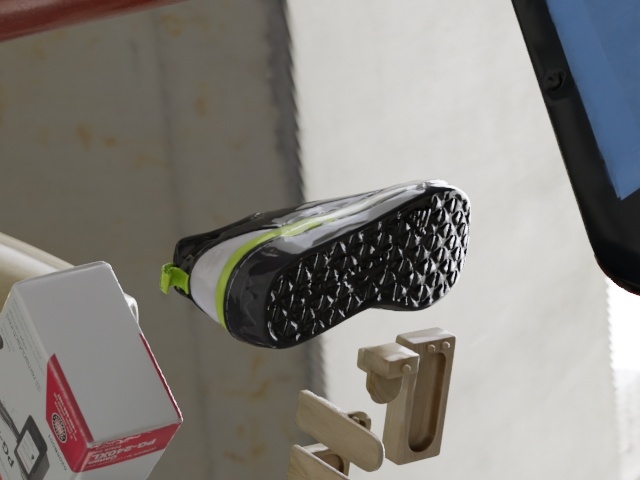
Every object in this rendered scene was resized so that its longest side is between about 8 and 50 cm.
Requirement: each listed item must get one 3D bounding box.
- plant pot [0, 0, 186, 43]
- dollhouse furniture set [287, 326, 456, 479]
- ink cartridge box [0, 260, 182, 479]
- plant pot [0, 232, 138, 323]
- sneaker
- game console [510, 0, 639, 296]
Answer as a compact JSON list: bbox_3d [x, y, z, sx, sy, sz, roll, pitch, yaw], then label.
[{"bbox_3d":[-0.067,-0.216,0.730,0.265,0.272,0.272,-19,-84,-7],"label":"plant pot"},{"bbox_3d":[0.073,0.168,1.415,0.123,0.151,0.144,27,-64,47],"label":"dollhouse furniture set"},{"bbox_3d":[-0.148,0.101,0.987,0.109,0.063,0.150,61,-36,22],"label":"ink cartridge box"},{"bbox_3d":[-0.308,0.094,1.511,0.274,0.256,0.256,9,-68,2],"label":"plant pot"},{"bbox_3d":[0.000,0.000,1.040,0.097,0.235,0.084,21,-69,37],"label":"sneaker"},{"bbox_3d":[0.274,-0.182,1.081,0.342,0.060,0.386,-40,-133,35],"label":"game console"}]
